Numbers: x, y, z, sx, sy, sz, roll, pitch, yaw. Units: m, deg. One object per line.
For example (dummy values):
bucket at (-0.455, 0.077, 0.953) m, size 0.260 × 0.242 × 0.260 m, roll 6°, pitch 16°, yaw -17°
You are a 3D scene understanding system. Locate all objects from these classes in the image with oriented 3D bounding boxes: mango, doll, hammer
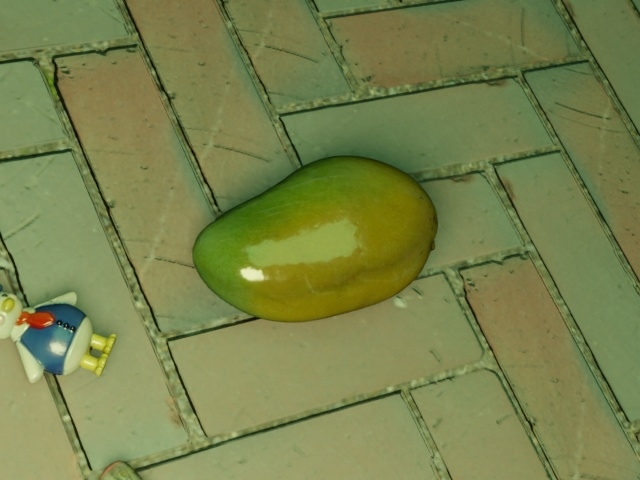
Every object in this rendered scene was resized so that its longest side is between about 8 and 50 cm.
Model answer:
mango at (0.000, 0.000, 1.449) m, size 0.251 × 0.114 × 0.156 m, roll -20°, pitch 76°, yaw -33°
doll at (-0.253, 0.078, 1.327) m, size 0.143 × 0.058 × 0.099 m, roll 23°, pitch 54°, yaw -2°
hammer at (-0.185, 0.229, 1.277) m, size 0.083 × 0.031 × 0.052 m, roll -38°, pitch 76°, yaw -26°
